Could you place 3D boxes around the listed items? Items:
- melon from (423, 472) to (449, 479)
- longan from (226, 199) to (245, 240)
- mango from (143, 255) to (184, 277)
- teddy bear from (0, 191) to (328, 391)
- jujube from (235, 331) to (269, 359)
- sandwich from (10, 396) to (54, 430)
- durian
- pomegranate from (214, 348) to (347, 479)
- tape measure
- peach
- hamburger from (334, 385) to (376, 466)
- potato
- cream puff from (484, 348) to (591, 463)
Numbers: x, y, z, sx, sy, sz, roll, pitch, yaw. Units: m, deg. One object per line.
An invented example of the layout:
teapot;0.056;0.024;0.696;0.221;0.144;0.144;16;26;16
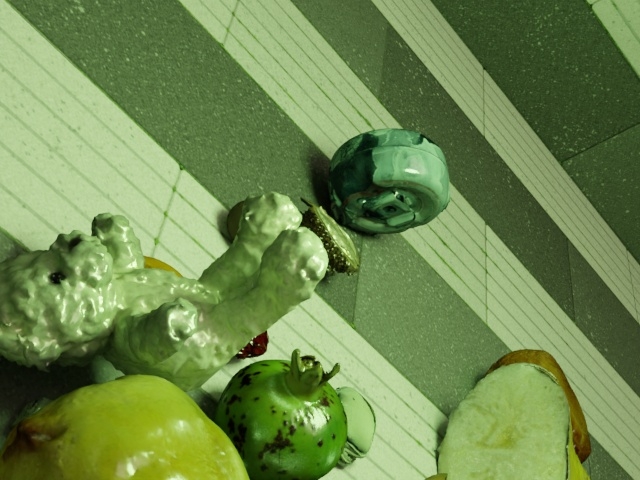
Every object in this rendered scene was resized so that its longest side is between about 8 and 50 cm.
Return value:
melon;0.215;0.535;1.935;0.160;0.079;0.128;-83;154;-46
longan;-0.121;-0.030;1.856;0.106;0.106;0.119;32;2;-42
mango;-0.276;0.085;1.501;0.219;0.112;0.145;29;42;-27
teddy bear;-0.248;0.032;1.292;0.362;0.375;0.327;37;10;-30
jujube;-0.142;0.148;1.662;0.166;0.104;0.104;33;40;-44
sandwich;-0.343;0.247;1.323;0.105;0.036;0.093;-9;73;-60
durian;0.000;0.000;2.021;0.188;0.091;0.148;61;17;5
pomegranate;-0.048;0.263;1.573;0.211;0.263;0.211;22;29;-13
tape measure;0.150;-0.115;2.180;0.275;0.256;0.147;36;42;-47
peach;-0.231;0.324;1.184;0.315;0.281;0.314;32;33;-57
hamburger;0.046;0.331;1.842;0.133;0.062;0.140;56;27;-12
potato;0.429;0.495;2.119;0.296;0.290;0.397;41;43;-47
cream puff;0.479;0.394;2.328;0.303;0.212;0.303;48;24;-29
